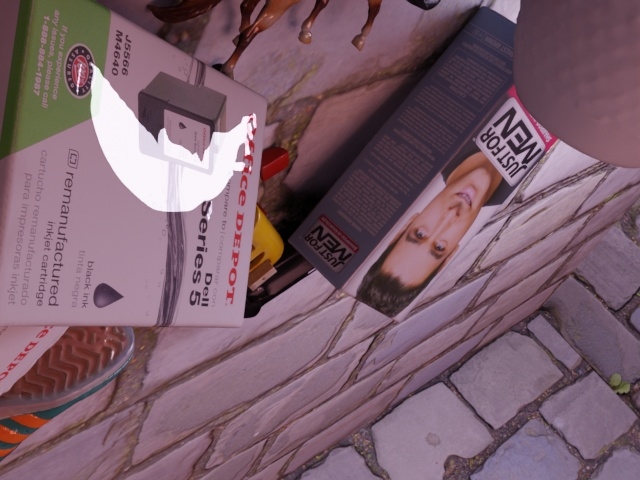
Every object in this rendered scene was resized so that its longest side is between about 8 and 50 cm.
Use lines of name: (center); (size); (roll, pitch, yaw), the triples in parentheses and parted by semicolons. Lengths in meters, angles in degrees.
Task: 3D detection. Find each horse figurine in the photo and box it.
horse figurine: (-0.006, -0.219, 0.683); (0.263, 0.066, 0.174); (-23, 155, -41)

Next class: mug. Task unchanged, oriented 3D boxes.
mug: (0.387, -0.232, 0.809); (0.374, 0.276, 0.328); (16, 128, -17)

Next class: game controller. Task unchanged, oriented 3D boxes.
game controller: (0.000, 0.000, 1.172); (0.319, 0.067, 0.166); (-33, 173, -19)

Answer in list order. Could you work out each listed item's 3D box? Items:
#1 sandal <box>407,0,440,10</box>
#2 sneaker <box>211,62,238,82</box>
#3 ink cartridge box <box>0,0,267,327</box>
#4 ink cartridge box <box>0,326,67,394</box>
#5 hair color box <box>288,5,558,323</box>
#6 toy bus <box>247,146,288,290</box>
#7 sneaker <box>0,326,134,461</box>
sandal: (0.142, -0.311, 0.751); (0.097, 0.054, 0.254); (-36, 161, -40)
sneaker: (-0.113, -0.110, 0.755); (0.109, 0.040, 0.044); (-41, 162, 2)
ink cartridge box: (-0.155, -0.042, 0.583); (0.273, 0.115, 0.198); (13, 83, -65)
ink cartridge box: (-0.303, 0.037, 0.635); (0.172, 0.100, 0.237); (-45, 158, 10)
hair color box: (0.151, -0.085, 1.058); (0.374, 0.113, 0.185); (-50, 146, 6)
toy bus: (-0.095, 0.004, 0.926); (0.202, 0.104, 0.191); (-20, 151, -43)
sneaker: (-0.333, 0.165, 0.851); (0.302, 0.108, 0.121); (-24, 156, -18)
